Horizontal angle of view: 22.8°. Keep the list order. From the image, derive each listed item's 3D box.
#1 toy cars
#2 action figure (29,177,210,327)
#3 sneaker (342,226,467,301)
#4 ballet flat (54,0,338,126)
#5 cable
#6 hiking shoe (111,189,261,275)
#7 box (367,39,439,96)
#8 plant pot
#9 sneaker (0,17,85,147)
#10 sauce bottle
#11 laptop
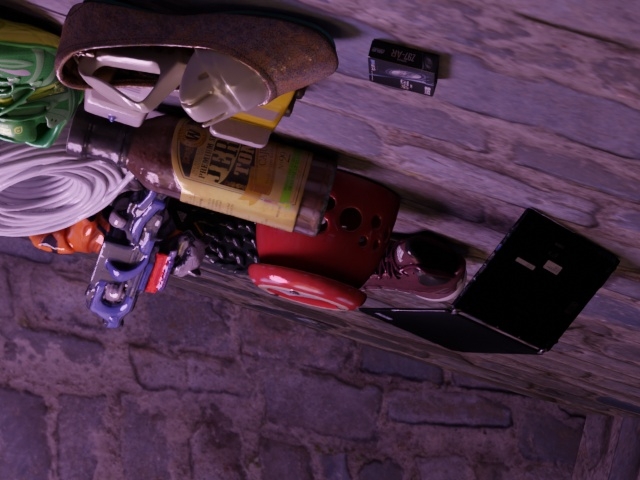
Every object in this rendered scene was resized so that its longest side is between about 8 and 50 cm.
[{"bbox_3d":[-0.156,-0.157,1.770,0.393,0.087,0.176,7,167,41],"label":"toy cars"},{"bbox_3d":[-0.318,-0.051,2.477,0.330,0.178,0.341,28,125,-8],"label":"action figure"},{"bbox_3d":[0.093,0.020,2.436,0.281,0.106,0.162,5,166,-2],"label":"sneaker"},{"bbox_3d":[-0.131,-0.167,1.568,0.316,0.106,0.107,9,151,31],"label":"ballet flat"},{"bbox_3d":[-0.396,-0.092,2.203,0.257,0.089,0.257,-2,156,-31],"label":"cable"},{"bbox_3d":[-0.191,-0.027,2.627,0.304,0.113,0.132,18,-170,0],"label":"hiking shoe"},{"bbox_3d":[0.081,-0.166,1.543,0.067,0.018,0.083,15,171,5],"label":"box"},{"bbox_3d":[0.000,0.000,2.198,0.191,0.174,0.191,14,173,2],"label":"plant pot"},{"bbox_3d":[-0.345,-0.178,1.843,0.109,0.123,0.295,14,170,13],"label":"sneaker"},{"bbox_3d":[-0.154,-0.097,2.048,0.344,0.111,0.111,14,171,-3],"label":"sauce bottle"},{"bbox_3d":[0.234,0.062,2.179,0.234,0.264,0.136,24,-163,-46],"label":"laptop"}]
